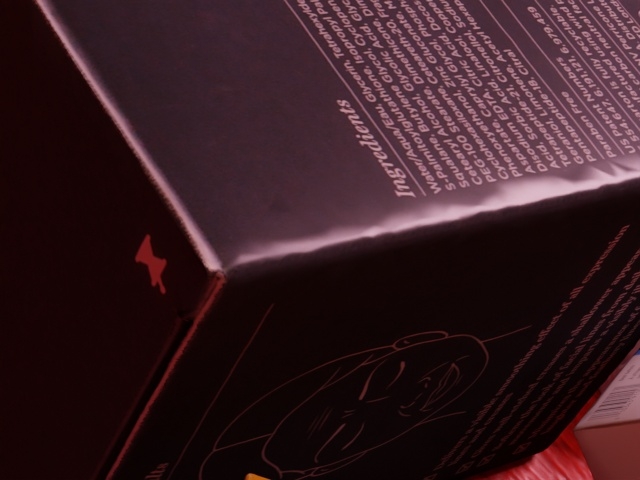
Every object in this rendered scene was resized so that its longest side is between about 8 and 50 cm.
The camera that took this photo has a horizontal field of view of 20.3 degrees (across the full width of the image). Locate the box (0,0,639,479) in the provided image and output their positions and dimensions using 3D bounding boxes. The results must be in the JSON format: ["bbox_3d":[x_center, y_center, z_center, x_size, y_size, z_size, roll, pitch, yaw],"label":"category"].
[{"bbox_3d":[0.000,0.000,0.964,0.395,0.293,0.212,-12,57,-39],"label":"box"}]

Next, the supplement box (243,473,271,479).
[{"bbox_3d":[0.010,0.236,0.816,0.191,0.194,0.129,20,44,-13],"label":"supplement box"}]

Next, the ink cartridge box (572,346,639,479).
[{"bbox_3d":[0.261,0.204,1.027,0.165,0.065,0.333,-39,109,-48],"label":"ink cartridge box"}]

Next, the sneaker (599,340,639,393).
[{"bbox_3d":[0.278,0.009,1.249,0.127,0.126,0.321,24,40,-1],"label":"sneaker"}]
